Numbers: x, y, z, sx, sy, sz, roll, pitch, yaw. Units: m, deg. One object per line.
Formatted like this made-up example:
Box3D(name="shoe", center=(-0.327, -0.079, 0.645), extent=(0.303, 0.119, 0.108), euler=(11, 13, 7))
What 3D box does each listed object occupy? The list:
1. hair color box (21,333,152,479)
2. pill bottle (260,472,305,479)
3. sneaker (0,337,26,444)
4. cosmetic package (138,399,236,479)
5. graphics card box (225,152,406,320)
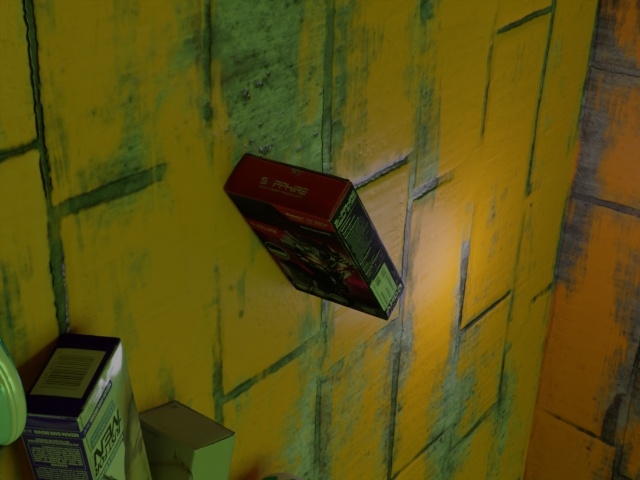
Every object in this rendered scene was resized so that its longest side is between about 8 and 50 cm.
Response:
Box3D(name="hair color box", center=(-0.360, 0.336, 1.468), extent=(0.185, 0.110, 0.338), euler=(-73, 165, -55))
Box3D(name="pill bottle", center=(-0.132, 0.654, 1.895), extent=(0.361, 0.204, 0.204), euler=(-40, 139, -55))
Box3D(name="sneaker", center=(-0.514, 0.174, 1.201), extent=(0.208, 0.127, 0.319), euler=(-38, 127, -42))
Box3D(name="cosmetic package", center=(-0.266, 0.469, 1.694), extent=(0.113, 0.160, 0.309), euler=(-11, 116, -52))
Box3D(name="graphics card box", center=(0.000, 0.000, 1.753), extent=(0.094, 0.233, 0.371), euler=(-61, 148, -20))
